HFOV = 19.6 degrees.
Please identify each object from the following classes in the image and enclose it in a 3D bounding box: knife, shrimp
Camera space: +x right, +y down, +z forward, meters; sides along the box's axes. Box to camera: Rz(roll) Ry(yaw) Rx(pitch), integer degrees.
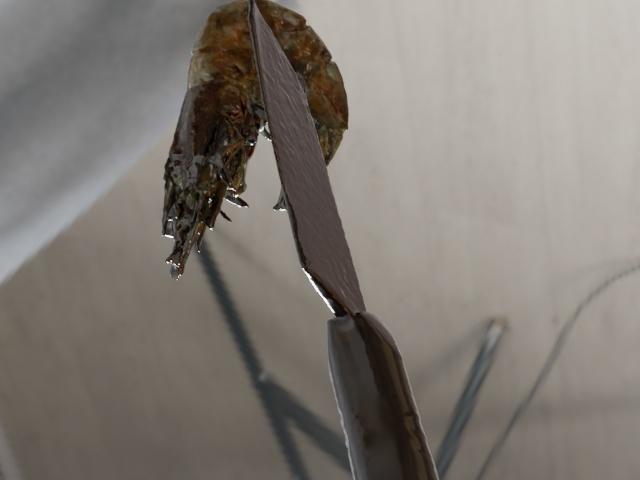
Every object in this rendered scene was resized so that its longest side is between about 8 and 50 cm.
[{"bbox_3d":[0.000,0.000,0.648,0.028,0.230,0.060,-23,144,12],"label":"knife"},{"bbox_3d":[-0.034,-0.050,0.936,0.091,0.161,0.034,22,155,-10],"label":"shrimp"}]
